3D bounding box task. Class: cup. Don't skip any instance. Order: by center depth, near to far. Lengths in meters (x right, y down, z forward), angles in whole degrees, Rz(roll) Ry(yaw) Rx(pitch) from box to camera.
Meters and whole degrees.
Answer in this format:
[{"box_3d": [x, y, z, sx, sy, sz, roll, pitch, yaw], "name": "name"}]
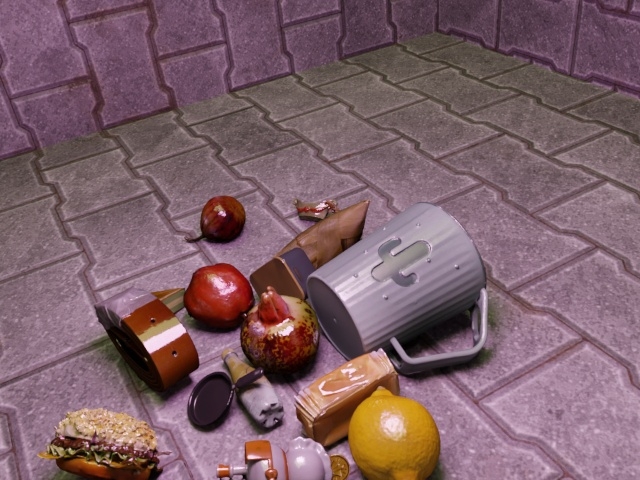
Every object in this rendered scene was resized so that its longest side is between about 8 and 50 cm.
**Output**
[{"box_3d": [0.217, 0.130, 1.615, 0.392, 0.310, 0.401, -29, 38, -21], "name": "cup"}]

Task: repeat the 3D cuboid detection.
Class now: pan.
[{"box_3d": [-0.220, 0.357, 1.505, 0.235, 0.028, 0.136, -29, 42, 23], "name": "pan"}]

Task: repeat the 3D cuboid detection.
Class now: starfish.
[{"box_3d": [0.087, -0.049, 2.058, 0.057, 0.213, 0.238, -41, -2, -3], "name": "starfish"}]

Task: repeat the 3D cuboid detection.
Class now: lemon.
[{"box_3d": [0.151, 0.409, 1.320, 0.186, 0.187, 0.244, -12, 35, -7], "name": "lemon"}]

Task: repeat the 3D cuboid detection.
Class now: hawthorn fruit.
[{"box_3d": [-0.269, 0.163, 1.770, 0.202, 0.185, 0.185, 33, 48, 21], "name": "hawthorn fruit"}]

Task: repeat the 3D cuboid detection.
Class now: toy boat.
[{"box_3d": [-0.025, -0.107, 2.175, 0.185, 0.089, 0.071, 4, 74, 35], "name": "toy boat"}]

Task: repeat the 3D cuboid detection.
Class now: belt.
[{"box_3d": [-0.448, 0.245, 1.627, 0.122, 0.217, 0.338, -30, 39, -31], "name": "belt"}]

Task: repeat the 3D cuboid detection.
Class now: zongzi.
[{"box_3d": [0.000, 0.000, 1.853, 0.273, 0.300, 0.145, -26, 72, -24], "name": "zongzi"}]

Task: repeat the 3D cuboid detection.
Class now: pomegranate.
[{"box_3d": [-0.104, 0.212, 1.590, 0.214, 0.248, 0.214, -5, 41, 4], "name": "pomegranate"}]

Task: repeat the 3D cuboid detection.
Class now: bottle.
[{"box_3d": [-0.174, 0.347, 1.556, 0.083, 0.083, 0.269, -22, 33, -21], "name": "bottle"}]

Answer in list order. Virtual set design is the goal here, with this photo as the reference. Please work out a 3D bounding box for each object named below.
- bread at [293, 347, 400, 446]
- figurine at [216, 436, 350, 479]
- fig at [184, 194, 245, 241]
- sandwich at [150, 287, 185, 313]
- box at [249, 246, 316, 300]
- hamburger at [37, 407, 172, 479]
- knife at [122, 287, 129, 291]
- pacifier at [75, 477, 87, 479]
[{"box_3d": [0.060, 0.355, 1.448, 0.241, 0.136, 0.107, -27, 40, -22], "name": "bread"}, {"box_3d": [-0.077, 0.476, 1.304, 0.271, 0.143, 0.143, -4, 35, 7], "name": "figurine"}, {"box_3d": [-0.334, -0.055, 2.123, 0.202, 0.148, 0.149, -61, 17, -7], "name": "fig"}, {"box_3d": [-0.433, 0.188, 1.819, 0.116, 0.074, 0.074, -9, 28, -23], "name": "sandwich"}, {"box_3d": [-0.094, 0.113, 1.763, 0.090, 0.145, 0.201, -31, -2, -38], "name": "box"}, {"box_3d": [-0.442, 0.432, 1.346, 0.261, 0.243, 0.139, 11, 69, 4], "name": "hamburger"}, {"box_3d": [-0.533, 0.205, 1.875, 0.047, 0.017, 0.298, -26, 39, -20], "name": "knife"}, {"box_3d": [-0.473, 0.535, 1.309, 0.150, 0.117, 0.126, -31, 16, -25], "name": "pacifier"}]
